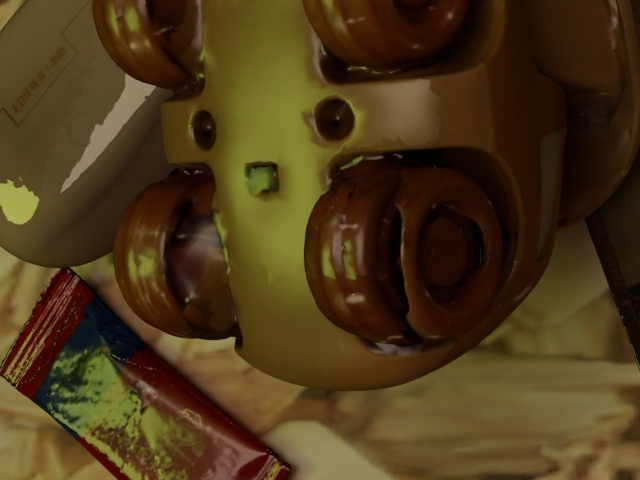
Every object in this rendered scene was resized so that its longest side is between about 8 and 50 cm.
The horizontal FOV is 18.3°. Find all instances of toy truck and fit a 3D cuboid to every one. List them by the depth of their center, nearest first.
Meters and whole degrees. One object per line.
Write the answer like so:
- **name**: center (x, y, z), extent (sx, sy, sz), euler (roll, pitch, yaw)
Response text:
- **toy truck**: center (0.024, -0.075, 0.978), extent (0.204, 0.211, 0.288), euler (-2, 97, 44)

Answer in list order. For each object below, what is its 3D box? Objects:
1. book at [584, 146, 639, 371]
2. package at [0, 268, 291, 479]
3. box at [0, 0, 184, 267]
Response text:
- **book**: center (0.253, -0.006, 0.981), extent (0.231, 0.026, 0.161), euler (-25, 73, 24)
- **package**: center (-0.107, 0.104, 1.164), extent (0.200, 0.022, 0.083), euler (39, 102, 25)
- **box**: center (-0.134, -0.080, 1.163), extent (0.200, 0.088, 0.146), euler (-49, 63, 13)
